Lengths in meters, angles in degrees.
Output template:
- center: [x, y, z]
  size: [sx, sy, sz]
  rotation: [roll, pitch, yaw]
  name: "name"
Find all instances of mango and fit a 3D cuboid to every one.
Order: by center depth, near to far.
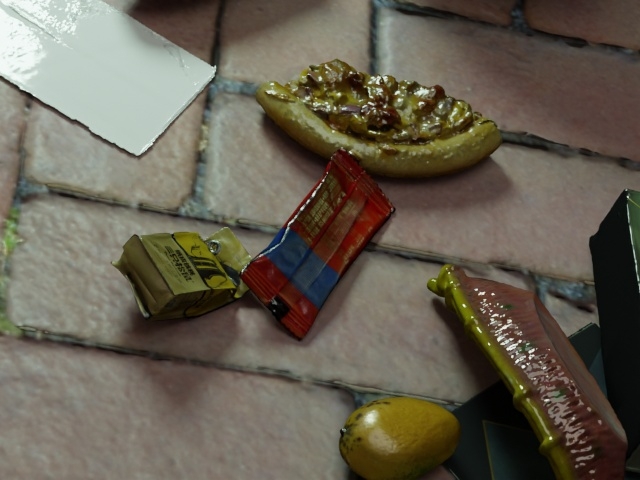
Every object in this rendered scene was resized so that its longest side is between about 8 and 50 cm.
- center: [0.069, 0.168, 1.578]
  size: [0.114, 0.057, 0.079]
  rotation: [-9, 49, -27]
  name: "mango"

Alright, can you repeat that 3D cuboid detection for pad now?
- center: [0.220, 0.177, 1.656]
  size: [0.243, 0.004, 0.163]
  rotation: [-28, 64, -34]
  name: "pad"
- center: [-0.233, -0.181, 1.804]
  size: [0.232, 0.004, 0.156]
  rotation: [31, 49, 8]
  name: "pad"

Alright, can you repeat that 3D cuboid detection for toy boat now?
- center: [0.189, 0.133, 1.621]
  size: [0.141, 0.099, 0.318]
  rotation: [30, 29, -53]
  name: "toy boat"

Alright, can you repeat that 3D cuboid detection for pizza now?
- center: [0.058, -0.118, 1.812]
  size: [0.246, 0.058, 0.127]
  rotation: [20, 48, -4]
  name: "pizza"

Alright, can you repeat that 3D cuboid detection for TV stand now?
- center: [0.310, 0.083, 1.702]
  size: [0.083, 0.088, 0.269]
  rotation: [12, 46, -12]
  name: "TV stand"

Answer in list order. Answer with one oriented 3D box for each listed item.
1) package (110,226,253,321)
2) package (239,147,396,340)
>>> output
- center: [-0.117, 0.029, 1.638]
  size: [0.071, 0.047, 0.131]
  rotation: [51, 30, 21]
  name: "package"
- center: [0.000, 0.000, 1.707]
  size: [0.083, 0.022, 0.200]
  rotation: [45, 48, -9]
  name: "package"
